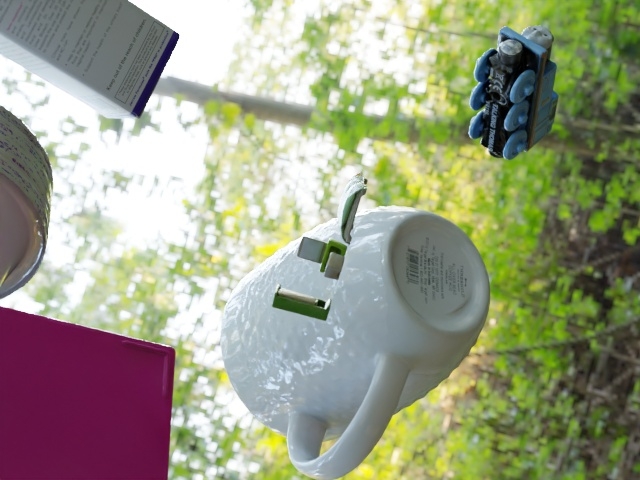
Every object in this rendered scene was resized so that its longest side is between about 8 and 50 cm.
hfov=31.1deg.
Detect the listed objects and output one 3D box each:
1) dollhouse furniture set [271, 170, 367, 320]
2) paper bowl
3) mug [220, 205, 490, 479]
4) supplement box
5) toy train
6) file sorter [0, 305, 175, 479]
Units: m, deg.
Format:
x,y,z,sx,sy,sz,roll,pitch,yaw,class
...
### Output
x,y,z,sx,sy,sz,roll,pitch,yaw,class
0.000,0.000,1.161,0.076,0.059,0.151,-76,2,-77,dollhouse furniture set
-0.411,-0.020,1.132,0.284,0.284,0.148,87,178,-51,paper bowl
0.050,0.139,1.518,0.328,0.276,0.374,-35,32,49,mug
-0.286,-0.235,1.270,0.111,0.220,0.114,12,75,59,supplement box
0.234,-0.178,1.375,0.105,0.080,0.184,-40,-30,-25,toy train
-0.287,0.176,0.889,0.182,0.291,0.202,-42,40,46,file sorter
